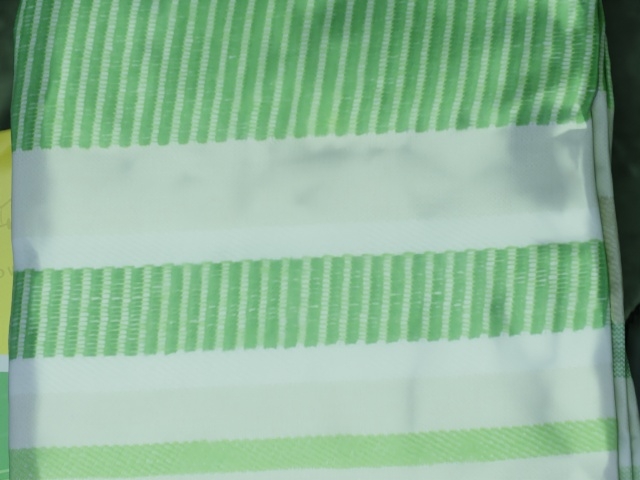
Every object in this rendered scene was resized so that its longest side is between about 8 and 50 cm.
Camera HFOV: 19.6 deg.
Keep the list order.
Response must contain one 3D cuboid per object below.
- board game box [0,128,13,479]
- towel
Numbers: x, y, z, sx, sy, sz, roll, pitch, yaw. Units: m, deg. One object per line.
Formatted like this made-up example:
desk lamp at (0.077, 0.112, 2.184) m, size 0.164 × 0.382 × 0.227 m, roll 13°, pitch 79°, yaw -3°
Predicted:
board game box at (-0.072, 0.066, 0.772) m, size 0.316 × 0.064 × 0.242 m, roll -12°, pitch 79°, yaw -1°
towel at (0.000, 0.000, 0.733) m, size 0.248 × 0.038 × 0.325 m, roll -2°, pitch 80°, yaw 1°
